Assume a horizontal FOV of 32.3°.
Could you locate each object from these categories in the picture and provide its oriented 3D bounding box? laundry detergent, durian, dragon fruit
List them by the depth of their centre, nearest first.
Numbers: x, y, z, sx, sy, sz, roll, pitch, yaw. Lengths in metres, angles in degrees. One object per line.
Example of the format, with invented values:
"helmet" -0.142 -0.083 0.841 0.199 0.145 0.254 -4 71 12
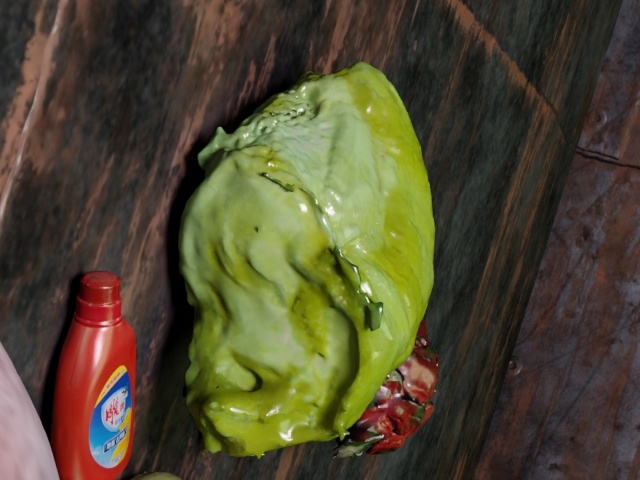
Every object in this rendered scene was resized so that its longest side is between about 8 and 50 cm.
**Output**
"laundry detergent" -0.164 0.099 0.827 0.097 0.049 0.165 -45 146 -64
"durian" 0.000 0.000 0.959 0.340 0.204 0.256 -51 140 -46
"dragon fruit" 0.054 0.148 1.277 0.182 0.189 0.182 -26 149 -17

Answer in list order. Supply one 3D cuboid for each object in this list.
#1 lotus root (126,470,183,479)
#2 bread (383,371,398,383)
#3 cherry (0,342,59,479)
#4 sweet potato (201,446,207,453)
"lotus root" -0.151 0.250 0.941 0.183 0.077 0.090 -21 126 -63
"bread" -0.012 0.130 1.166 0.136 0.154 0.054 -38 154 -12
"cherry" -0.215 0.182 0.422 0.326 0.291 0.335 125 -46 -55
"sweet potato" -0.097 0.167 1.078 0.034 0.034 0.095 -26 133 -63
